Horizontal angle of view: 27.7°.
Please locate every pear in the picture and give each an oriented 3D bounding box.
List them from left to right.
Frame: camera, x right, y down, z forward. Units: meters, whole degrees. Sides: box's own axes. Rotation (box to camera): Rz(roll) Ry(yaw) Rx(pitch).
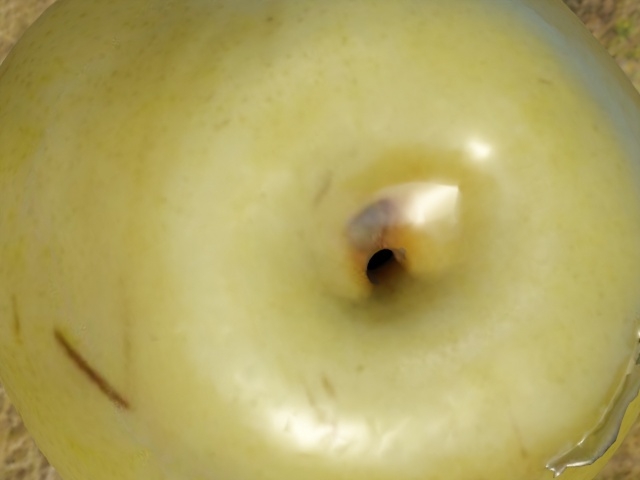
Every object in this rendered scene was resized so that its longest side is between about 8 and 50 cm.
[{"bbox_3d":[0.000,0.000,0.557,0.309,0.309,0.309,21,46,-24],"label":"pear"}]
